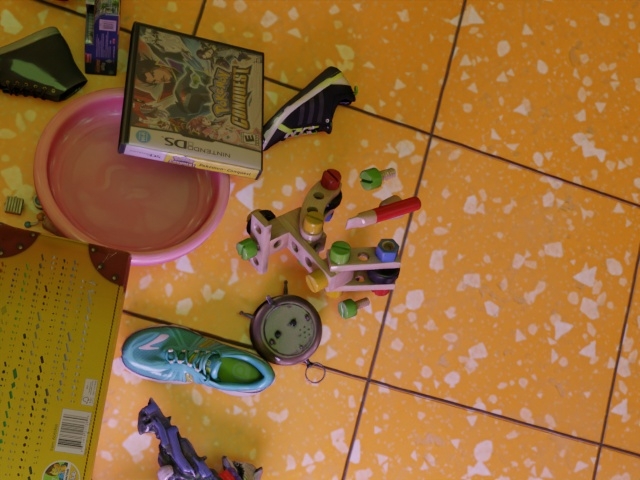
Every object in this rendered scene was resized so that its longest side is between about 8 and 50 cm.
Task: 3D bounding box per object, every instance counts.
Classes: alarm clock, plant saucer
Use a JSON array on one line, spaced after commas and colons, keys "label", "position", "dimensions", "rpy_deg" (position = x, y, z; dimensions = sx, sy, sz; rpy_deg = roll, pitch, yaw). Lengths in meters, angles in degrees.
[{"label": "alarm clock", "position": [-0.051, 0.180, 1.600], "dimensions": [0.129, 0.064, 0.192], "rpy_deg": [-35, 95, -15]}, {"label": "plant saucer", "position": [-0.326, -0.104, 1.520], "dimensions": [0.332, 0.084, 0.332], "rpy_deg": [8, 66, -18]}]

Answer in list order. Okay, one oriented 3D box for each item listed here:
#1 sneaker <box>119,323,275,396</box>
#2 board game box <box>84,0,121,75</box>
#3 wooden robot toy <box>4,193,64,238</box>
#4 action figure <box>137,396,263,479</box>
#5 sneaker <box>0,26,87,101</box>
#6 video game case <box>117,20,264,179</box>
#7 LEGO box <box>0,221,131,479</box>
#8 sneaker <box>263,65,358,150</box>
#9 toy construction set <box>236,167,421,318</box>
[{"label": "sneaker", "position": [-0.210, 0.208, 1.530], "dimensions": [0.275, 0.110, 0.107], "rpy_deg": [12, 81, -11]}, {"label": "board game box", "position": [-0.383, -0.426, 1.547], "dimensions": [0.060, 0.194, 0.194], "rpy_deg": [2, 68, -14]}, {"label": "wooden robot toy", "position": [-0.461, -0.043, 1.516], "dimensions": [0.173, 0.079, 0.076], "rpy_deg": [28, 78, -9]}, {"label": "action figure", "position": [-0.255, 0.455, 1.491], "dimensions": [0.330, 0.178, 0.341], "rpy_deg": [-24, 68, -22]}, {"label": "sneaker", "position": [-0.526, -0.274, 1.527], "dimensions": [0.222, 0.083, 0.118], "rpy_deg": [-34, 92, -16]}, {"label": "video game case", "position": [-0.222, -0.251, 1.559], "dimensions": [0.248, 0.035, 0.274], "rpy_deg": [10, 59, -19]}, {"label": "LEGO box", "position": [-0.439, 0.279, 1.264], "dimensions": [0.193, 0.372, 0.499], "rpy_deg": [14, 64, -19]}, {"label": "sneaker", "position": [-0.020, -0.231, 1.644], "dimensions": [0.235, 0.084, 0.097], "rpy_deg": [-43, 96, -14]}, {"label": "toy construction set", "position": [0.000, 0.000, 1.495], "dimensions": [0.237, 0.309, 0.257], "rpy_deg": [-17, 78, -28]}]
